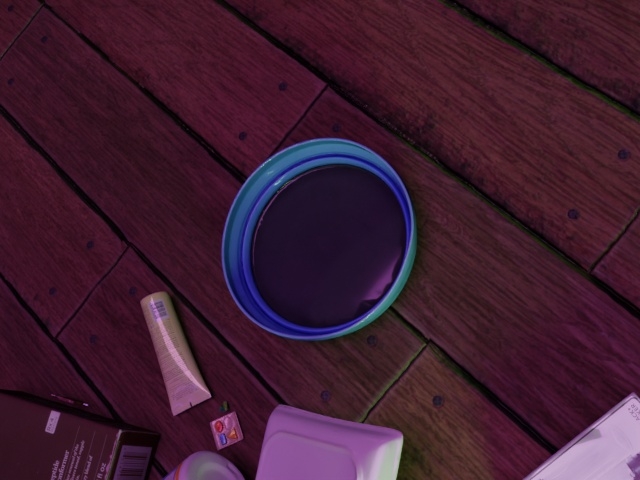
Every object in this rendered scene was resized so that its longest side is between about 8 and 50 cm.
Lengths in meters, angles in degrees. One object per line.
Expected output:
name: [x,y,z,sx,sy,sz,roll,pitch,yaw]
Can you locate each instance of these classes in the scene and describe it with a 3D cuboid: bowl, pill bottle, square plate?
bowl: [0.000,0.000,1.657,0.391,0.077,0.391,-7,73,22]
pill bottle: [-0.263,0.508,1.566,0.272,0.152,0.152,-44,61,26]
square plate: [-0.024,0.464,1.466,0.344,0.049,0.347,-2,72,52]

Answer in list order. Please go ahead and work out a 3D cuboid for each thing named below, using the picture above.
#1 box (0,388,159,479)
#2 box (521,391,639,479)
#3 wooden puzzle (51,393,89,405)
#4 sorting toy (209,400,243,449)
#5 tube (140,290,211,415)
box: [-0.528,0.424,1.735,0.381,0.143,0.191,8,79,28]
box: [0.427,0.390,1.343,0.290,0.087,0.169,-42,63,7]
wooden puzzle: [-0.513,0.331,1.804,0.083,0.049,0.006,10,79,27]
sorting toy: [-0.185,0.351,1.671,0.062,0.012,0.083,-28,66,15]
tube: [-0.294,0.220,1.740,0.240,0.062,0.070,66,149,19]
